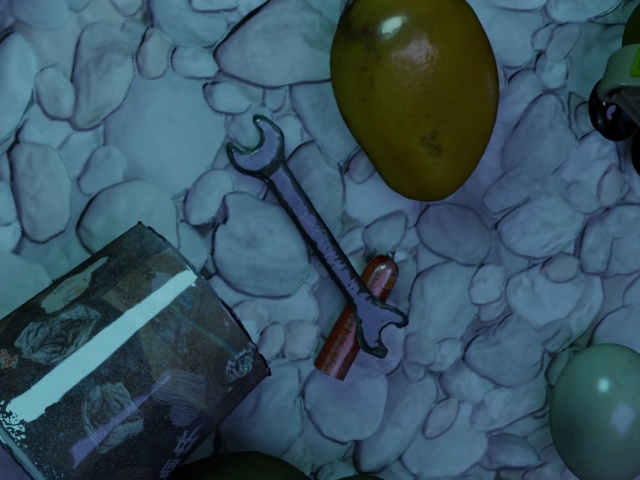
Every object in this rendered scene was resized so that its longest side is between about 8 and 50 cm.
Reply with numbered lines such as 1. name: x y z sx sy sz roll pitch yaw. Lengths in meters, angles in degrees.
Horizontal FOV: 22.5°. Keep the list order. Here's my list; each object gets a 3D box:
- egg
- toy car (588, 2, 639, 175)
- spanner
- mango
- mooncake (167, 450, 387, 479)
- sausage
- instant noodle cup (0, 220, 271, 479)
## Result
1. egg: 0.281 0.173 1.581 0.114 0.114 0.152 -11 119 -19
2. toy car: 0.380 -0.157 1.468 0.248 0.204 0.198 35 71 -43
3. spanner: 0.000 0.000 1.430 0.054 0.015 0.254 -36 110 -4
4. mango: 0.084 -0.126 1.392 0.145 0.112 0.219 -26 129 -12
5. mooncake: -0.051 0.423 1.429 0.467 0.262 0.467 -16 128 -21
6. sausage: 0.037 0.065 1.483 0.034 0.034 0.129 24 98 -29
7. instant noodle cup: -0.170 0.113 1.321 0.207 0.217 0.217 -41 120 -12
